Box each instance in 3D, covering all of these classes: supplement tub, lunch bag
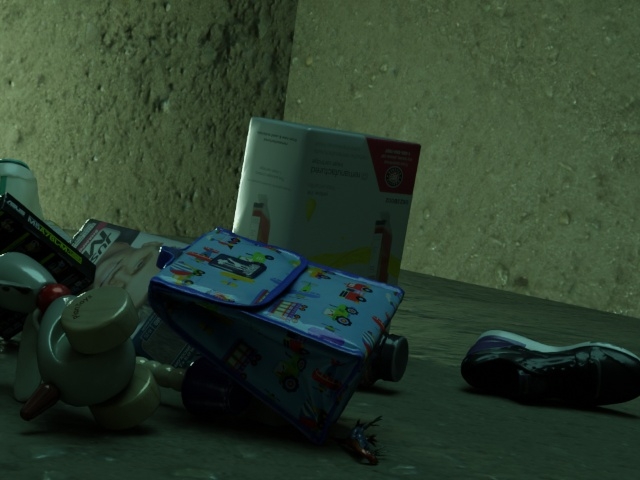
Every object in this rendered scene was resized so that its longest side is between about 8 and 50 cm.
[{"bbox_3d":[0.029,0.162,2.035,0.198,0.106,0.106,10,4,23],"label":"supplement tub"},{"bbox_3d":[-0.073,0.088,1.672,0.293,0.138,0.221,27,24,6],"label":"lunch bag"}]

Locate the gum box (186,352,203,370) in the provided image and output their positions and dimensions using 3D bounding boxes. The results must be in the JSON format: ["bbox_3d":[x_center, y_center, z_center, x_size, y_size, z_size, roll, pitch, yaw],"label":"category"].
[{"bbox_3d":[-0.201,0.163,2.048,0.157,0.041,0.184,5,4,-37],"label":"gum box"}]

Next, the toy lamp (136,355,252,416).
[{"bbox_3d":[-0.199,0.168,1.708,0.274,0.080,0.080,11,5,38],"label":"toy lamp"}]

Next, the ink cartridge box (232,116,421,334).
[{"bbox_3d":[0.000,0.000,2.324,0.279,0.385,0.160,4,8,-43],"label":"ink cartridge box"}]

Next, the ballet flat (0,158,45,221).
[{"bbox_3d":[-0.572,0.007,2.569,0.139,0.139,0.400,8,-33,5],"label":"ballet flat"}]

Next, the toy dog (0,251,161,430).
[{"bbox_3d":[-0.325,0.124,1.570,0.161,0.220,0.333,-31,15,-27],"label":"toy dog"}]

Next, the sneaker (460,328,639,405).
[{"bbox_3d":[0.356,0.217,2.088,0.283,0.107,0.124,5,17,23],"label":"sneaker"}]

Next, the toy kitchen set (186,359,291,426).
[{"bbox_3d":[-0.091,0.134,1.752,0.207,0.166,0.122,10,6,36],"label":"toy kitchen set"}]

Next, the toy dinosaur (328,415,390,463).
[{"bbox_3d":[0.047,0.240,1.562,0.090,0.047,0.082,-31,4,21],"label":"toy dinosaur"}]

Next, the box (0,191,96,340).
[{"bbox_3d":[-0.456,0.042,1.960,0.184,0.190,0.045,44,27,-29],"label":"box"}]

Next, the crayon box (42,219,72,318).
[{"bbox_3d":[-0.477,0.061,2.296,0.203,0.083,0.323,4,21,-42],"label":"crayon box"}]

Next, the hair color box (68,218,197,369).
[{"bbox_3d":[-0.282,0.080,1.994,0.347,0.174,0.105,12,-28,53],"label":"hair color box"}]
